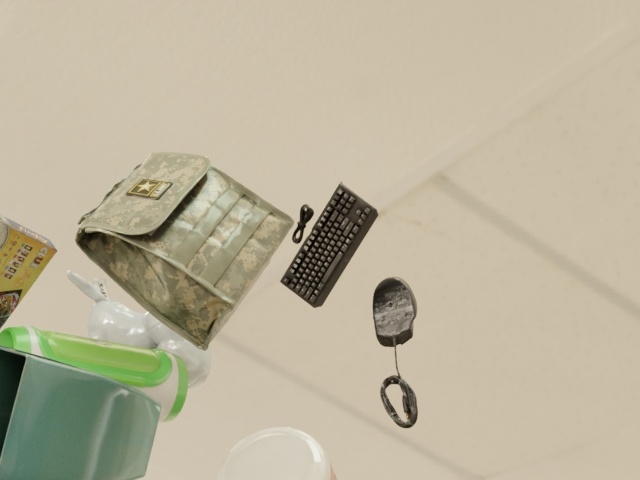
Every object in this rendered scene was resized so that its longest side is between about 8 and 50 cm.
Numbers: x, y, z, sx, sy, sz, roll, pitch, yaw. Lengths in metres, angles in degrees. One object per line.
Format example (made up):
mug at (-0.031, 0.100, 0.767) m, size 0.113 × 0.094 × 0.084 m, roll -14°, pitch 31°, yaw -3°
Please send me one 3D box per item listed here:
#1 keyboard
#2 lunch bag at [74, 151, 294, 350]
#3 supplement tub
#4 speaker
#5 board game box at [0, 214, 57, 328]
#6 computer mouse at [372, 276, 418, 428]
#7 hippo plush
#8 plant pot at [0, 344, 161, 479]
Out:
keyboard at (0.000, 0.000, 1.858) m, size 0.108 × 0.023 × 0.180 m, roll 38°, pitch -71°, yaw 21°
lunch bag at (-0.226, -0.009, 2.049) m, size 0.287 × 0.235 × 0.169 m, roll 34°, pitch -45°, yaw 1°
supplement tub at (-0.049, 0.458, 2.104) m, size 0.191 × 0.191 × 0.272 m, roll 2°, pitch -42°, yaw 22°
speaker at (-0.362, 0.213, 1.981) m, size 0.296 × 0.131 × 0.131 m, roll 14°, pitch -27°, yaw -33°
board game box at (-0.539, 0.071, 1.924) m, size 0.165 × 0.243 × 0.042 m, roll 32°, pitch 7°, yaw -42°
computer mouse at (0.119, 0.166, 1.884) m, size 0.071 × 0.242 × 0.041 m, roll -13°, pitch -27°, yaw 20°
hippo plush at (-0.304, 0.189, 2.381) m, size 0.236 × 0.294 × 0.234 m, roll -14°, pitch -14°, yaw 17°
plant pot at (-0.344, 0.244, 1.684) m, size 0.234 × 0.166 × 0.165 m, roll 18°, pitch -8°, yaw -38°
